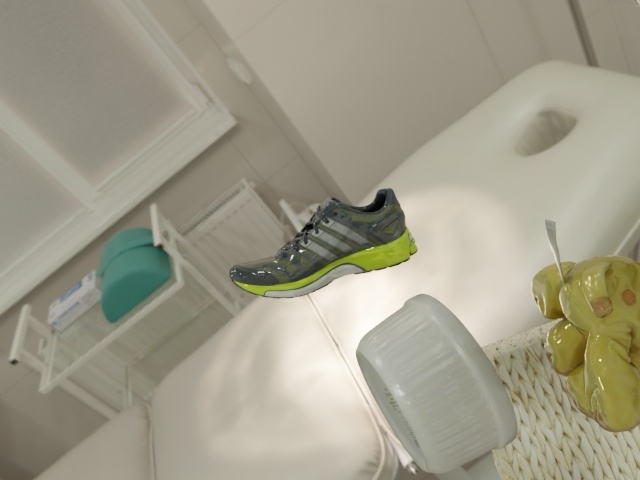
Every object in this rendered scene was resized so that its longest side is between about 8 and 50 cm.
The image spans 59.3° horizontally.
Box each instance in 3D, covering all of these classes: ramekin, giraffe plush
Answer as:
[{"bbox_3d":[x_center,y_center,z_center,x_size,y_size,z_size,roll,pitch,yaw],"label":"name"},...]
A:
[{"bbox_3d":[0.129,0.179,0.688,0.109,0.207,0.207,-28,31,-11],"label":"ramekin"},{"bbox_3d":[0.312,0.058,0.529,0.170,0.210,0.181,-14,26,4],"label":"giraffe plush"}]

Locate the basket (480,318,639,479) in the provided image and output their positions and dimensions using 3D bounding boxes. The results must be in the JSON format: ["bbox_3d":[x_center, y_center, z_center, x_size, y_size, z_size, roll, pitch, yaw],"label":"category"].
[{"bbox_3d":[0.434,0.307,0.974,0.266,0.328,0.331,-25,78,17],"label":"basket"}]

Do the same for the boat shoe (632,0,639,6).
[{"bbox_3d":[0.350,-0.359,0.403,0.367,0.135,0.157,-50,46,37],"label":"boat shoe"}]

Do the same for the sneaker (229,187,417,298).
[{"bbox_3d":[0.000,0.000,0.871,0.299,0.121,0.111,-18,17,-15],"label":"sneaker"}]
